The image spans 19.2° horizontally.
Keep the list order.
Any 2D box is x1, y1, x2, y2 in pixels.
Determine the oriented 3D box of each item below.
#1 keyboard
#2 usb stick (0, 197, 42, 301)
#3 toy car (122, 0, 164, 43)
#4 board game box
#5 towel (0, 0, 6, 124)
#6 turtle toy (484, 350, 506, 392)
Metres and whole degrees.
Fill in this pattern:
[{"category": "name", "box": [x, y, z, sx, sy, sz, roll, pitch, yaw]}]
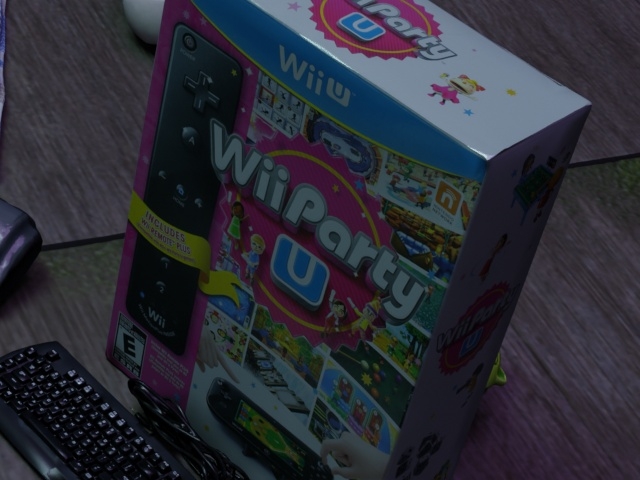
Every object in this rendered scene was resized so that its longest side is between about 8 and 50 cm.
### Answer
[{"category": "keyboard", "box": [-0.116, 0.114, 1.097, 0.100, 0.038, 0.192, -23, 53, -39]}, {"category": "usb stick", "box": [-0.308, -0.048, 1.200, 0.278, 0.045, 0.077, 30, 56, 8]}, {"category": "toy car", "box": [-0.078, -0.228, 1.470, 0.182, 0.159, 0.136, 3, 5, -15]}, {"category": "board game box", "box": [0.000, 0.000, 1.060, 0.224, 0.303, 0.097, 36, 42, 25]}, {"category": "towel", "box": [-0.327, -0.144, 1.350, 0.209, 0.034, 0.285, 5, 39, -12]}, {"category": "turtle toy", "box": [0.055, 0.069, 1.187, 0.130, 0.066, 0.095, 21, 36, 8]}]
